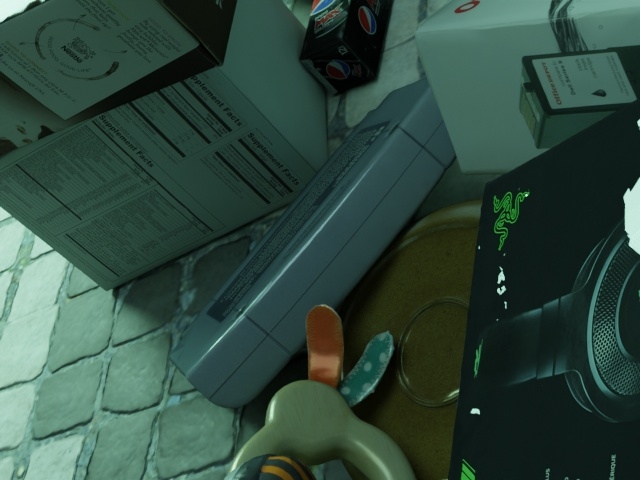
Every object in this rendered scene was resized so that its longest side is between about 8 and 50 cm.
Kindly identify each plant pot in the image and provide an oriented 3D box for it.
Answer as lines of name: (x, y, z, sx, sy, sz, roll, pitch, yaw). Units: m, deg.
plant pot: (0.088, 0.078, 0.821, 0.236, 0.032, 0.236, -19, 60, 37)

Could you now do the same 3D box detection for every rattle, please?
rattle: (0.001, 0.165, 0.818, 0.130, 0.142, 0.199, -10, 45, 4)

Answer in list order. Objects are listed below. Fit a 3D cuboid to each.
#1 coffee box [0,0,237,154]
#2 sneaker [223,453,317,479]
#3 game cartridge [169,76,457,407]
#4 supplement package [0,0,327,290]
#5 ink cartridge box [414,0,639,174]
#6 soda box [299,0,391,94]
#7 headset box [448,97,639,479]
coffee box: (-0.216, -0.189, 0.999, 0.297, 0.119, 0.168, -17, 47, 31)
sneaker: (0.084, 0.226, 0.577, 0.180, 0.321, 0.124, -27, 0, 17)
game cartridge: (0.000, 0.000, 0.943, 0.297, 0.062, 0.198, -50, 14, -7)
supplement package: (-0.155, -0.122, 1.141, 0.263, 0.198, 0.199, -25, 43, 23)
ink cartridge box: (0.243, -0.144, 0.817, 0.289, 0.121, 0.211, 2, 33, 44)
soda box: (0.030, -0.226, 1.184, 0.053, 0.060, 0.169, -19, 44, 35)
headset box: (0.186, 0.061, 0.612, 0.283, 0.131, 0.246, -31, 45, 61)
